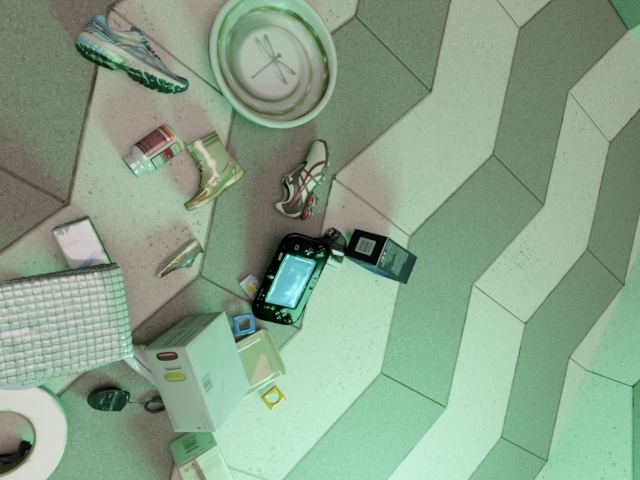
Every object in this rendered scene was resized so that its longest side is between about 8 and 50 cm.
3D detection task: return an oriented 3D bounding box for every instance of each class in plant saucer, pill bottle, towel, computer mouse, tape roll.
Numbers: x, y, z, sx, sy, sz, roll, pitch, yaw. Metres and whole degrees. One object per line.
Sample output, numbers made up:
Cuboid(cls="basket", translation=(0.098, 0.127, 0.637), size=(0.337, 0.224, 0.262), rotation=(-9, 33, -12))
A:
Cuboid(cls="plant saucer", translation=(-0.145, -0.535, 1.360), size=(0.401, 0.100, 0.400), rotation=(-3, 96, -27))
Cuboid(cls="pill bottle", translation=(-0.457, -0.243, 1.239), size=(0.152, 0.086, 0.086), rotation=(-41, 112, -18))
Cuboid(cls="towel", translation=(-0.590, 0.183, 1.028), size=(0.284, 0.121, 0.235), rotation=(-9, 102, -29))
Cuboid(cls="computer mouse", translation=(-0.542, 0.457, 1.308), size=(0.242, 0.041, 0.071), rotation=(20, 95, -34))
Cuboid(cls="tape roll", translation=(-0.779, 0.486, 1.108), size=(0.286, 0.100, 0.286), rotation=(6, 77, -27))

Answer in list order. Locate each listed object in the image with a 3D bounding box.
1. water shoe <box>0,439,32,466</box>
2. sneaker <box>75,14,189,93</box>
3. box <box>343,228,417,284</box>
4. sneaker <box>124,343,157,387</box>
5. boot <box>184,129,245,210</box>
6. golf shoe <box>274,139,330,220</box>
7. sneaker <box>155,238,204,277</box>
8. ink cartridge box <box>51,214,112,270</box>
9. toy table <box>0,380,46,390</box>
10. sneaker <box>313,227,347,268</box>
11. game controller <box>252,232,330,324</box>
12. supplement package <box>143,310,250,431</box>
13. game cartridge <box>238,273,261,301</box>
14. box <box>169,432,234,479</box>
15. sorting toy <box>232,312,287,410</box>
Cuboid(cls="water shoe", translation=(-0.838, 0.588, 1.157), size=(0.203, 0.073, 0.080), rotation=(-24, 88, -29))
Cuboid(cls="sneaker", translation=(-0.474, -0.490, 1.192), size=(0.283, 0.110, 0.122), rotation=(22, 82, -28))
Cuboid(cls="box", translation=(0.208, 0.056, 1.551), size=(0.207, 0.153, 0.108), rotation=(30, 81, -43))
Cuboid(cls="sneaker", translation=(-0.489, 0.338, 1.296), size=(0.091, 0.094, 0.258), rotation=(-51, 124, -23))
Cuboid(cls="boot", translation=(-0.342, -0.200, 1.310), size=(0.213, 0.077, 0.165), rotation=(-43, 113, -22))
Cuboid(cls="golf shoe", translation=(-0.052, -0.202, 1.447), size=(0.120, 0.105, 0.272), rotation=(18, 87, -21))
Cuboid(cls="sneaker", translation=(-0.403, 0.065, 1.319), size=(0.158, 0.061, 0.065), rotation=(-42, 119, -17))
Cuboid(cls="ink cartridge box", translation=(-0.593, 0.050, 1.164), size=(0.093, 0.154, 0.212), rotation=(-27, 107, -22))
Cuboid(cls="toy table", translation=(-0.769, 0.234, 1.091), size=(0.252, 0.161, 0.274), rotation=(-43, 112, -16))
Cuboid(cls="sneaker", translation=(0.000, 0.000, 1.515), size=(0.217, 0.079, 0.121), rotation=(29, 79, -35))
Cuboid(cls="game controller", translation=(-0.095, 0.125, 1.428), size=(0.167, 0.067, 0.319), rotation=(14, 110, -31))
Cuboid(cls="supplement package", translation=(-0.340, 0.367, 1.284), size=(0.204, 0.145, 0.261), rotation=(-45, 122, -64))
Cuboid(cls="game cartridge", translation=(-0.216, 0.149, 1.448), size=(0.056, 0.017, 0.083), rotation=(-43, 113, -21))
Cuboid(cls="box", translation=(-0.343, 0.704, 1.370), size=(0.127, 0.149, 0.232), rotation=(-25, 106, -23))
Cuboid(cls="sorting toy", translation=(-0.227, 0.396, 1.455), size=(0.196, 0.047, 0.347), rotation=(-25, 105, -17))
